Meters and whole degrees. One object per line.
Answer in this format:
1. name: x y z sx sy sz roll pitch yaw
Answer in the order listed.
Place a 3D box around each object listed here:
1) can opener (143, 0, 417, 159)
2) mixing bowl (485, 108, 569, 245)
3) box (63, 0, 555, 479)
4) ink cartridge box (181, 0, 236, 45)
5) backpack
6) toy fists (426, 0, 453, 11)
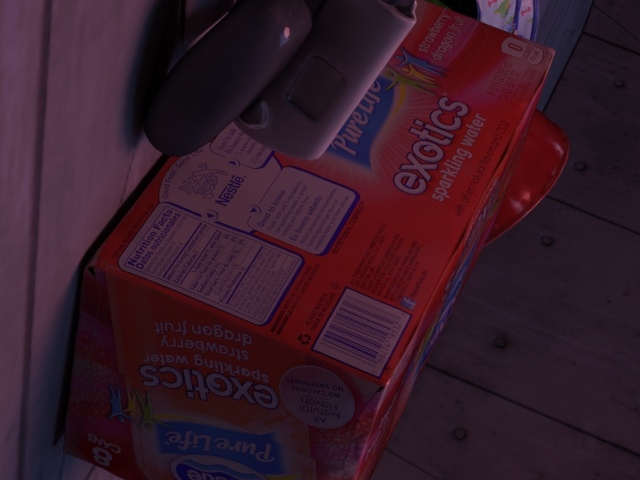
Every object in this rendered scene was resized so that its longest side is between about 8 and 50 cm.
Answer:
1. can opener: 0.021 -0.128 0.729 0.280 0.074 0.093 -53 178 38
2. mixing bowl: 0.088 -0.069 1.345 0.181 0.098 0.181 -30 -155 16
3. box: 0.000 0.000 0.926 0.300 0.154 0.142 -60 169 -47
4. ink cartridge box: 0.002 -0.215 0.786 0.225 0.056 0.181 -42 160 -26
5. backpack: 0.105 -0.170 1.273 0.084 0.105 0.114 -21 138 -27
6. toy fists: 0.029 -0.036 1.197 0.279 0.096 0.142 -69 170 22
